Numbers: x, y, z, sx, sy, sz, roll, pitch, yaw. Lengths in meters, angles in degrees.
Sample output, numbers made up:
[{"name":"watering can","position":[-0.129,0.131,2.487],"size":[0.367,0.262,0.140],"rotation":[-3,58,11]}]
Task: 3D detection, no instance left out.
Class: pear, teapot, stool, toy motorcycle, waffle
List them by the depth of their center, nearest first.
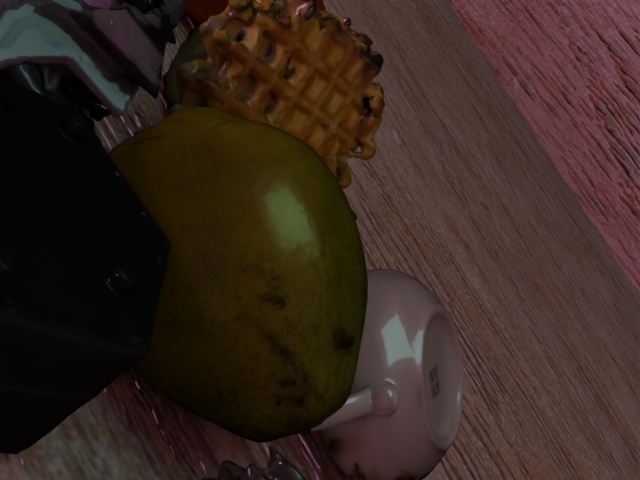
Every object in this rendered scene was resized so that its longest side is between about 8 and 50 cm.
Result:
[{"name":"stool","position":[-0.208,0.007,0.655],"size":[0.232,0.141,0.232],"rotation":[43,24,-24]},{"name":"pear","position":[-0.068,0.026,0.821],"size":[0.269,0.212,0.212],"rotation":[61,23,6]},{"name":"toy motorcycle","position":[-0.221,-0.177,0.888],"size":[0.188,0.143,0.327],"rotation":[40,42,-24]},{"name":"teapot","position":[0.047,0.128,0.989],"size":[0.298,0.139,0.204],"rotation":[0,89,-66]},{"name":"waffle","position":[-0.032,-0.132,1.081],"size":[0.281,0.262,0.060],"rotation":[-29,42,-35]}]

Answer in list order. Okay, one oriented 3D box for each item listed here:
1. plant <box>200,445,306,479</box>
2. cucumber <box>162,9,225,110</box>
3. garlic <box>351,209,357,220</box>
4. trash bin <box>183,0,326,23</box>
[{"name":"plant","position":[-0.022,0.237,0.701],"size":[0.194,0.132,0.129],"rotation":[50,18,-21]},{"name":"cucumber","position":[-0.056,-0.146,1.206],"size":[0.244,0.134,0.134],"rotation":[31,31,-51]},{"name":"garlic","position":[-0.001,0.006,1.178],"size":[0.084,0.066,0.152],"rotation":[12,34,-18]},{"name":"trash bin","position":[-0.103,-0.325,1.336],"size":[0.239,0.161,0.184],"rotation":[41,25,-36]}]
